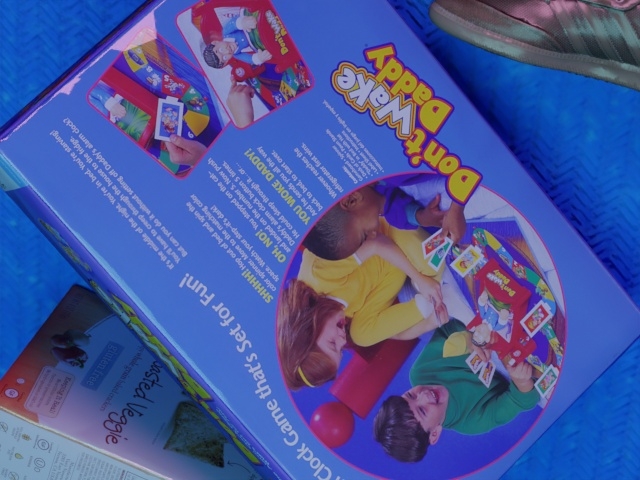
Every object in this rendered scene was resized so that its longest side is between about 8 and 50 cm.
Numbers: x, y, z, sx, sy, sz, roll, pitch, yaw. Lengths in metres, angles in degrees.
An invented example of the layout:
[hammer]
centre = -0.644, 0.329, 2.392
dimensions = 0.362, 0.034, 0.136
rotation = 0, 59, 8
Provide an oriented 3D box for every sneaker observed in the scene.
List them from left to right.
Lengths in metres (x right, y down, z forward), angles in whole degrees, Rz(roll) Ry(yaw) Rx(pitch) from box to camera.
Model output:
[sneaker]
centre = 0.160, -0.131, 1.060
dimensions = 0.188, 0.066, 0.071
rotation = 16, 103, 1

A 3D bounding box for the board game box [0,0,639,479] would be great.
[board game box]
centre = 0.000, 0.000, 1.074
dimensions = 0.233, 0.078, 0.347
rotation = -43, 102, -14

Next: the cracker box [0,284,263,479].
[cracker box]
centre = -0.094, 0.132, 1.200
dimensions = 0.232, 0.155, 0.067
rotation = 23, 121, 2
